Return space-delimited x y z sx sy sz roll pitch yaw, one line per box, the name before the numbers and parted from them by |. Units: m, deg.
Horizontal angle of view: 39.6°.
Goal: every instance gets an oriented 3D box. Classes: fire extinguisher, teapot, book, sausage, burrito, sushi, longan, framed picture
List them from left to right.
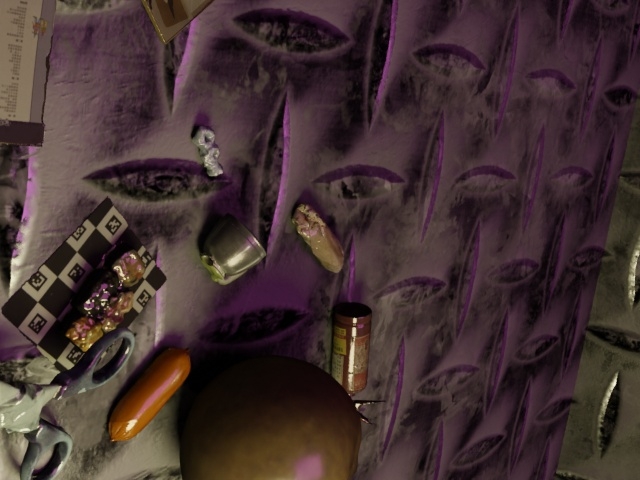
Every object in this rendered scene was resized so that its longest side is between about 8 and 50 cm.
book | -0.386 -0.229 1.041 0.157 0.026 0.231 -1 104 -49
sushi | -0.305 0.080 1.242 0.215 0.050 0.192 -53 139 -25
sausage | -0.258 0.232 1.361 0.062 0.054 0.183 50 63 -17
framed picture | -0.182 -0.390 1.250 0.201 0.010 0.136 -50 137 -28
teapot | -0.139 0.027 1.408 0.091 0.092 0.124 -42 130 -12
longan | -0.077 0.335 1.440 0.319 0.319 0.319 -24 122 -46
burrito | 0.001 0.001 1.612 0.058 0.045 0.188 -53 142 -14
fire extinguisher | 0.073 0.253 1.753 0.075 0.106 0.252 -40 135 -64

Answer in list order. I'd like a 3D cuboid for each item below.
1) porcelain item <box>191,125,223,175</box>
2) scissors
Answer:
porcelain item | -0.170 -0.138 1.349 0.036 0.028 0.083 -42 132 -32
scissors | -0.365 0.202 1.102 0.256 0.029 0.383 -59 163 -5
